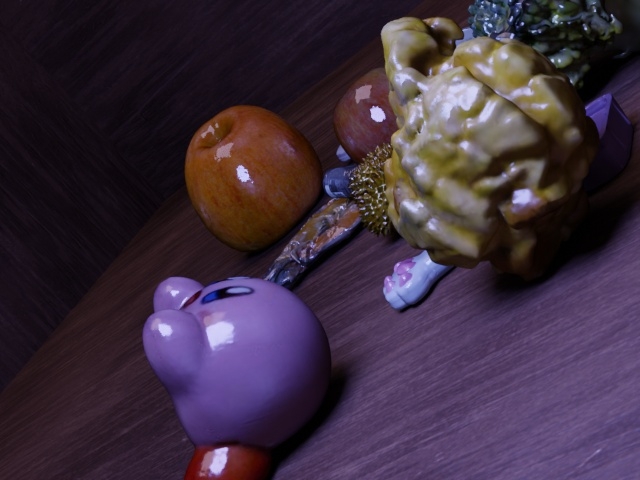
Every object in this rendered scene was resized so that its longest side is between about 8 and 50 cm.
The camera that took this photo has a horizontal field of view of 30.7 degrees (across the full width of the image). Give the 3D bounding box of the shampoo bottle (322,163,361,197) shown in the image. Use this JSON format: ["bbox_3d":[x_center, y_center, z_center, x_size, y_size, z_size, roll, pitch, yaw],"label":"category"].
[{"bbox_3d":[0.097,-0.100,1.991,0.207,0.057,0.063,-1,66,43],"label":"shampoo bottle"}]

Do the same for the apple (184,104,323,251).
[{"bbox_3d":[-0.150,-0.137,2.476,0.299,0.275,0.299,-35,18,13],"label":"apple"}]

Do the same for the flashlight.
[{"bbox_3d":[0.162,0.012,1.526,0.200,0.047,0.093,-41,12,7],"label":"flashlight"}]

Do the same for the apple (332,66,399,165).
[{"bbox_3d":[0.118,-0.210,2.062,0.188,0.174,0.188,-44,-6,-6],"label":"apple"}]

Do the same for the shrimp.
[{"bbox_3d":[0.000,0.000,2.033,0.317,0.062,0.164,-46,15,-31],"label":"shrimp"}]

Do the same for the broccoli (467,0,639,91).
[{"bbox_3d":[0.320,-0.341,1.690,0.272,0.324,0.334,-25,30,24],"label":"broccoli"}]

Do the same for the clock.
[{"bbox_3d":[0.326,-0.112,1.436,0.110,0.050,0.153,-34,14,32],"label":"clock"}]

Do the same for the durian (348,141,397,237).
[{"bbox_3d":[0.116,-0.088,1.824,0.168,0.137,0.158,-50,33,2],"label":"durian"}]

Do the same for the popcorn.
[{"bbox_3d":[0.171,-0.113,1.290,0.225,0.332,0.265,-20,-14,-23],"label":"popcorn"}]

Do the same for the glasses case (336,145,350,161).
[{"bbox_3d":[0.109,-0.245,2.540,0.197,0.049,0.076,-46,13,-18],"label":"glasses case"}]

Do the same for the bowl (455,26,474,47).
[{"bbox_3d":[0.275,-0.312,1.999,0.237,0.126,0.238,-17,8,2],"label":"bowl"}]

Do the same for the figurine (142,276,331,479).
[{"bbox_3d":[-0.088,0.168,1.452,0.211,0.261,0.270,-13,14,2],"label":"figurine"}]
